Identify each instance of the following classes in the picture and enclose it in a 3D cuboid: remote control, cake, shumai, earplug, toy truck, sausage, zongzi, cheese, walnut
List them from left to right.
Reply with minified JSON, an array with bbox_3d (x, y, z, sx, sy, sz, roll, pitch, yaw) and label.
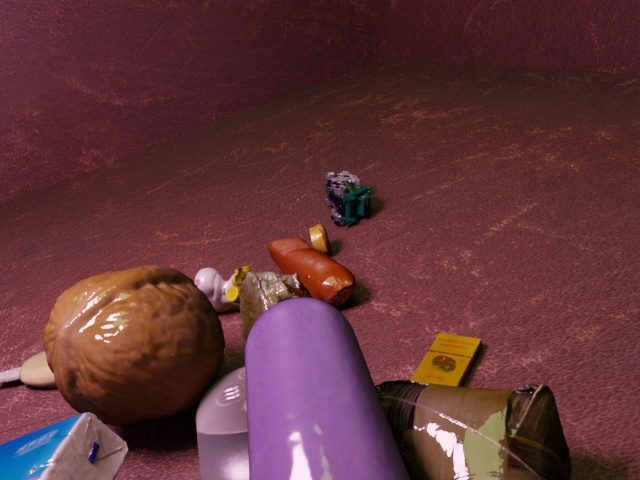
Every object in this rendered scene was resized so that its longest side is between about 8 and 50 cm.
[{"bbox_3d":[-0.641,0.291,1.411,0.251,0.054,0.127,-13,23,4],"label":"cheese"},{"bbox_3d":[-0.334,0.188,1.148,0.332,0.333,0.333,-11,26,6],"label":"walnut"},{"bbox_3d":[-0.090,0.310,1.035,0.221,0.103,0.332,-13,27,-9],"label":"remote control"},{"bbox_3d":[-0.087,0.143,1.343,0.142,0.184,0.184,0,18,-29],"label":"shumai"},{"bbox_3d":[-0.028,0.068,1.501,0.097,0.094,0.348,-11,21,-25],"label":"sausage"},{"bbox_3d":[-0.005,0.260,0.842,0.215,0.215,0.456,-15,41,-1],"label":"earplug"},{"bbox_3d":[0.000,0.000,1.631,0.044,0.084,0.084,-15,26,3],"label":"cake"},{"bbox_3d":[0.082,-0.126,1.823,0.116,0.110,0.216,-4,24,-9],"label":"toy truck"},{"bbox_3d":[0.154,0.332,0.834,0.289,0.154,0.317,-6,32,34],"label":"zongzi"}]

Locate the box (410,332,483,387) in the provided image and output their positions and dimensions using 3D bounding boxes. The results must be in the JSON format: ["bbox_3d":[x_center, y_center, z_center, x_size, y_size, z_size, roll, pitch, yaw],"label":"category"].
[{"bbox_3d":[0.226,0.224,1.138,0.087,0.023,0.155,7,33,32],"label":"box"}]

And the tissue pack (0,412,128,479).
[{"bbox_3d":[-0.458,0.388,0.960,0.269,0.137,0.209,-25,21,21],"label":"tissue pack"}]

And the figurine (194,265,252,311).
[{"bbox_3d":[-0.229,0.121,1.459,0.178,0.130,0.109,-5,47,11],"label":"figurine"}]
